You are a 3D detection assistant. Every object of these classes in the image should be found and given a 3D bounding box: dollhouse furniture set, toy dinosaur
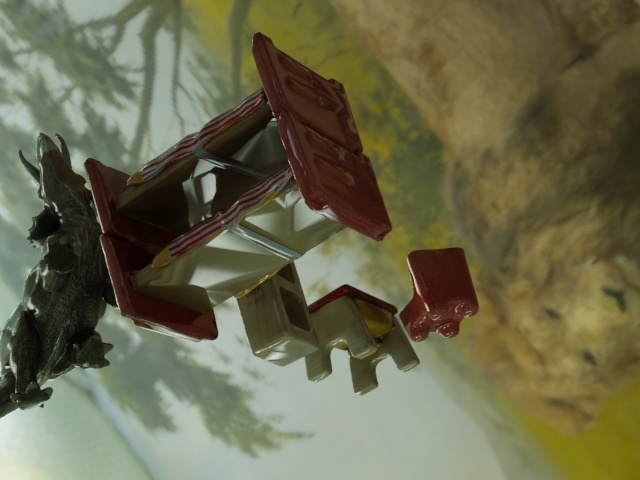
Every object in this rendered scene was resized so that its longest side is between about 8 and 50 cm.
[{"bbox_3d":[0.000,0.000,0.975,0.374,0.201,0.152,26,-140,-53],"label":"dollhouse furniture set"},{"bbox_3d":[-0.232,0.067,0.986,0.121,0.313,0.160,14,-178,-21],"label":"toy dinosaur"}]
